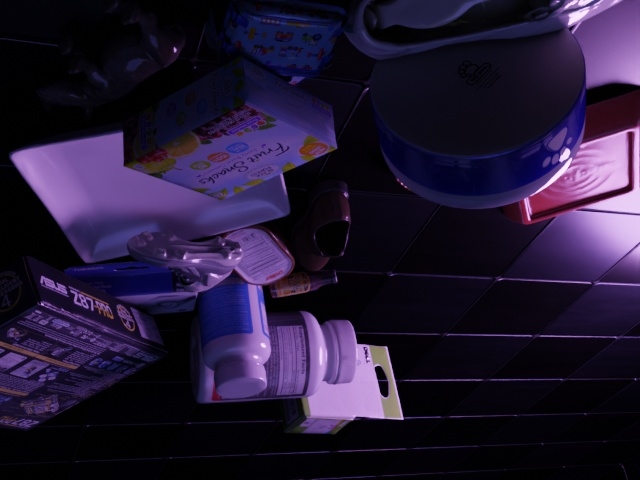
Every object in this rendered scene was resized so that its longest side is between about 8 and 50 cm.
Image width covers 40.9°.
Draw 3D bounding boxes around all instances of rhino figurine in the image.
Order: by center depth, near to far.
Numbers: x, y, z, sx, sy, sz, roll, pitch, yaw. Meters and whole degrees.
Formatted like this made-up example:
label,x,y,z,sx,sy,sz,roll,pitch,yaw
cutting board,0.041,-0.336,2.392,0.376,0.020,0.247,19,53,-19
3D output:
label,x,y,z,sx,sy,sz,roll,pitch,yaw
rhino figurine,-0.267,-0.214,1.063,0.243,0.073,0.106,-29,151,32

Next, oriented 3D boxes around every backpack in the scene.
label,x,y,z,sx,sy,sz,roll,pitch,yaw
backpack,-0.061,-0.247,1.034,0.158,0.117,0.173,5,148,-21

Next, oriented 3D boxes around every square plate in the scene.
label,x,y,z,sx,sy,sz,roll,pitch,yaw
square plate,-0.227,-0.091,1.253,0.344,0.049,0.347,-13,154,-3

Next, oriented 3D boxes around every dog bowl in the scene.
label,x,y,z,sx,sy,sz,roll,pitch,yaw
dog bowl,0.197,-0.176,1.080,0.265,0.265,0.104,-14,145,5

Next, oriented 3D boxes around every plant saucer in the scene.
label,x,y,z,sx,sy,sz,roll,pitch,yaw
plant saucer,0.426,-0.121,1.440,0.258,0.047,0.259,-17,147,10

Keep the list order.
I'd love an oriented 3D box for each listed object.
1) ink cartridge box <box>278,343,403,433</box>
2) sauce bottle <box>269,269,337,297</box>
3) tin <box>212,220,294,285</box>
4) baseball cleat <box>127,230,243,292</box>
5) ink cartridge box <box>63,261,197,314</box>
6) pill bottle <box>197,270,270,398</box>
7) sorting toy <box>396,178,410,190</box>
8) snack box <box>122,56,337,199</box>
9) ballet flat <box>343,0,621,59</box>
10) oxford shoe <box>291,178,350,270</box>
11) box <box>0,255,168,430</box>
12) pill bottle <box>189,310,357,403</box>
label,x,y,z,sx,sy,sz,roll,pitch,yaw
ink cartridge box,0.038,0.325,1.893,0.255,0.189,0.097,10,142,-29
sauce bottle,-0.033,0.078,1.624,0.128,0.042,0.042,-13,148,0
tin,-0.115,0.018,1.493,0.106,0.040,0.189,-22,143,13
baseball cleat,-0.220,0.041,1.364,0.206,0.072,0.109,6,129,-37
ink cartridge box,-0.326,0.089,1.497,0.223,0.045,0.224,-4,162,-11
pill bottle,-0.157,0.166,1.554,0.124,0.221,0.124,-7,148,-5
sorting toy,0.162,-0.114,1.376,0.061,0.042,0.102,1,146,-18
snack box,-0.113,-0.131,1.068,0.207,0.070,0.174,-19,157,33
ballet flat,0.218,-0.295,0.997,0.400,0.139,0.139,-14,148,10
oxford shoe,0.000,0.000,1.460,0.083,0.096,0.227,-5,149,-13
box,-0.476,0.186,1.384,0.318,0.097,0.395,-31,156,7
pill bottle,-0.095,0.230,1.716,0.318,0.176,0.176,0,147,-16
